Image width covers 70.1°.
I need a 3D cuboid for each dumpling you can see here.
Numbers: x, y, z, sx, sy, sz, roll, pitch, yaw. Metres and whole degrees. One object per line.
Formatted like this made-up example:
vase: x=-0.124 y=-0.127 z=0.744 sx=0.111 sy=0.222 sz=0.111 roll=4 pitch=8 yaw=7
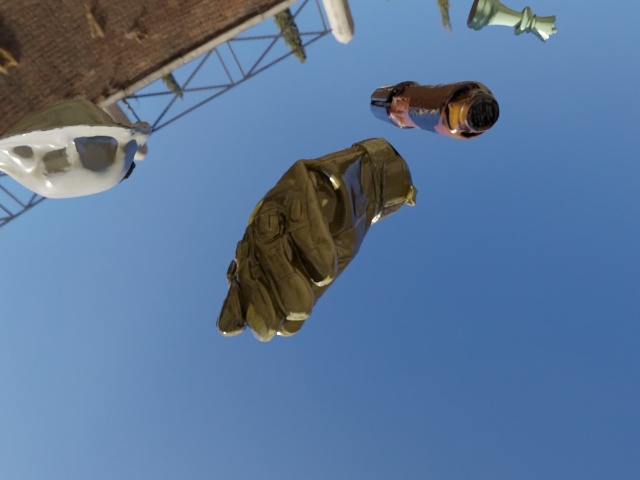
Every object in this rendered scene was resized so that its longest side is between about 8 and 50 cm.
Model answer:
dumpling: x=-0.419 y=-0.133 z=0.740 sx=0.293 sy=0.163 sz=0.204 roll=-12 pitch=-145 yaw=-6

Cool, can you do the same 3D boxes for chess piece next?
chess piece: x=0.209 y=-0.238 z=0.489 sx=0.093 sy=0.042 sz=0.042 roll=15 pitch=-126 yaw=1

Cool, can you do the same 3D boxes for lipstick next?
lipstick: x=0.151 y=-0.205 z=0.696 sx=0.077 sy=0.077 sz=0.418 roll=-25 pitch=-160 yaw=1

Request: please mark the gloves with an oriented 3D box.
gloves: x=-0.011 y=-0.012 z=0.547 sx=0.141 sy=0.154 sz=0.331 roll=43 pitch=-127 yaw=6
